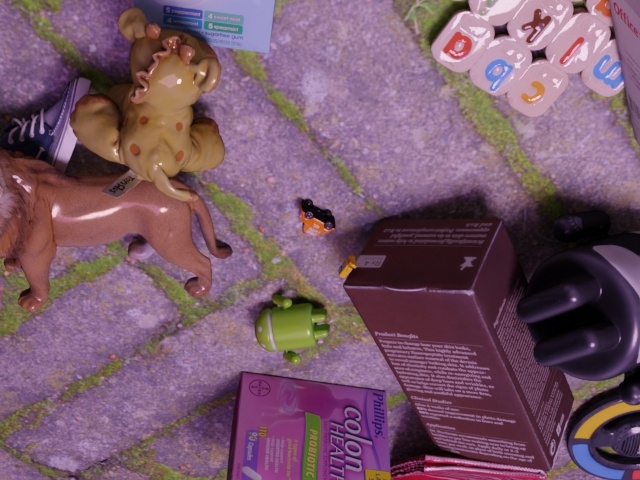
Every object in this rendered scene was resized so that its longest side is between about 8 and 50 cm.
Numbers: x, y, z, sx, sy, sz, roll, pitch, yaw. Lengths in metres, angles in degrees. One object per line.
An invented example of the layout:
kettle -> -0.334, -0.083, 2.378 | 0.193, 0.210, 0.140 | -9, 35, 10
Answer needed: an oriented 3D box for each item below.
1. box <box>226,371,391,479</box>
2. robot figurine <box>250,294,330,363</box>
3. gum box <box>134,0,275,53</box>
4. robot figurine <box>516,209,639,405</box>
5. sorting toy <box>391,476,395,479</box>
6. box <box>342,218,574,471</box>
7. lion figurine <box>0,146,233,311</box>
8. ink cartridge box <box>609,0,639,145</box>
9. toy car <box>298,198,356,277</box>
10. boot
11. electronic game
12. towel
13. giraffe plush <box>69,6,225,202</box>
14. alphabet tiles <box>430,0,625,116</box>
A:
box -> -0.021, 0.337, 1.336 | 0.243, 0.214, 0.117 | 10, 129, -6
robot figurine -> -0.045, 0.129, 1.263 | 0.115, 0.067, 0.101 | -8, 101, 8
gum box -> -0.122, -0.305, 0.933 | 0.157, 0.041, 0.184 | 7, 129, -4
robot figurine -> 0.377, 0.082, 1.105 | 0.278, 0.173, 0.209 | -13, 117, -40
sorting toy -> 0.103, 0.461, 1.523 | 0.132, 0.046, 0.274 | 20, 148, -12
box -> 0.204, 0.149, 1.193 | 0.191, 0.143, 0.381 | 1, 137, 36
lion figurine -> -0.283, -0.031, 1.063 | 0.392, 0.142, 0.240 | -10, 139, -24
ink cartridge box -> 0.434, -0.182, 0.917 | 0.168, 0.171, 0.233 | -22, 131, 9
toy car -> 0.000, 0.000, 1.133 | 0.060, 0.122, 0.040 | 18, 125, -35
boot -> -0.348, -0.132, 1.058 | 0.086, 0.069, 0.190 | 18, 128, -20
electronic game -> 0.528, 0.328, 1.424 | 0.229, 0.048, 0.229 | 0, 128, 1
towel -> 0.230, 0.384, 1.401 | 0.198, 0.031, 0.275 | 7, 161, -5
giraffe plush -> -0.178, -0.163, 0.950 | 0.181, 0.210, 0.170 | 18, 120, -9
alphabet tiles -> 0.268, -0.280, 0.959 | 0.284, 0.021, 0.278 | 26, 122, -19
